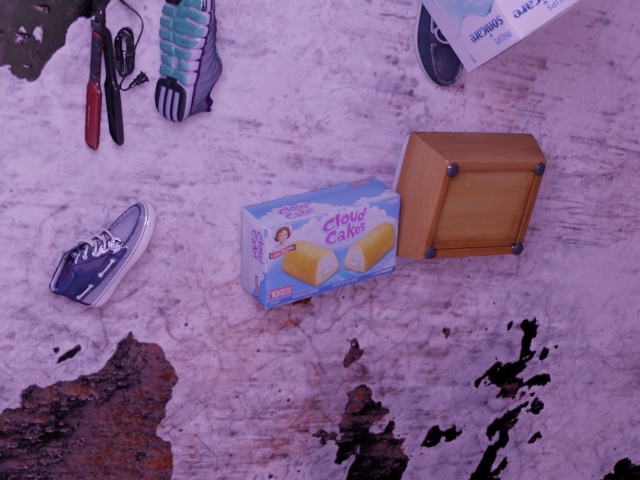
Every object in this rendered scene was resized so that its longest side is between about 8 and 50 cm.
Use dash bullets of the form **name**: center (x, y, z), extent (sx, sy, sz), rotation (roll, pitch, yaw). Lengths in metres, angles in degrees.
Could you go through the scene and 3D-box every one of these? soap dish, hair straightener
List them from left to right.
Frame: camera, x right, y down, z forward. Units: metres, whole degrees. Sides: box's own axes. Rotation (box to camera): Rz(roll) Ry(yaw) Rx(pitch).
- **hair straightener**: center (-0.291, -0.244, 1.766), extent (0.089, 0.047, 0.230), rotation (-11, 116, -31)
- **soap dish**: center (0.260, -0.075, 2.200), extent (0.290, 0.118, 0.229), rotation (-3, 116, -36)

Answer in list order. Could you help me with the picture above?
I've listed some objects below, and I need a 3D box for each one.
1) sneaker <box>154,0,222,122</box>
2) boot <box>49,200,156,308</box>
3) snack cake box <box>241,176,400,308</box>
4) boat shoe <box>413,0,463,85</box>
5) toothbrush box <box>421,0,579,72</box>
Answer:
- **sneaker**: center (-0.180, -0.286, 1.808), extent (0.098, 0.083, 0.224), rotation (-20, 133, -51)
- **boot**: center (-0.326, 0.015, 1.861), extent (0.086, 0.069, 0.190), rotation (24, 102, -44)
- **snack cake box**: center (0.000, 0.000, 2.076), extent (0.264, 0.089, 0.152), rotation (-15, 124, -29)
- **boat shoe**: center (0.213, -0.365, 2.027), extent (0.095, 0.079, 0.255), rotation (-15, 122, -27)
- **toothbrush box**: center (0.220, -0.419, 1.824), extent (0.126, 0.216, 0.295), rotation (-34, 92, -14)
